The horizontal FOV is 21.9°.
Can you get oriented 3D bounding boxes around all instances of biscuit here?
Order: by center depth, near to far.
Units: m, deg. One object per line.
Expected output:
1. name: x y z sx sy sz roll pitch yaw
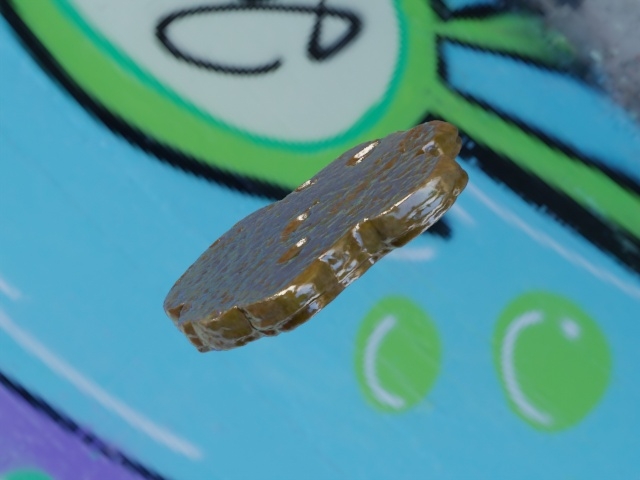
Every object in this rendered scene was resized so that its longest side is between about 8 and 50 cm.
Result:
1. biscuit: 0.000 0.000 1.107 0.041 0.208 0.290 51 146 -15
